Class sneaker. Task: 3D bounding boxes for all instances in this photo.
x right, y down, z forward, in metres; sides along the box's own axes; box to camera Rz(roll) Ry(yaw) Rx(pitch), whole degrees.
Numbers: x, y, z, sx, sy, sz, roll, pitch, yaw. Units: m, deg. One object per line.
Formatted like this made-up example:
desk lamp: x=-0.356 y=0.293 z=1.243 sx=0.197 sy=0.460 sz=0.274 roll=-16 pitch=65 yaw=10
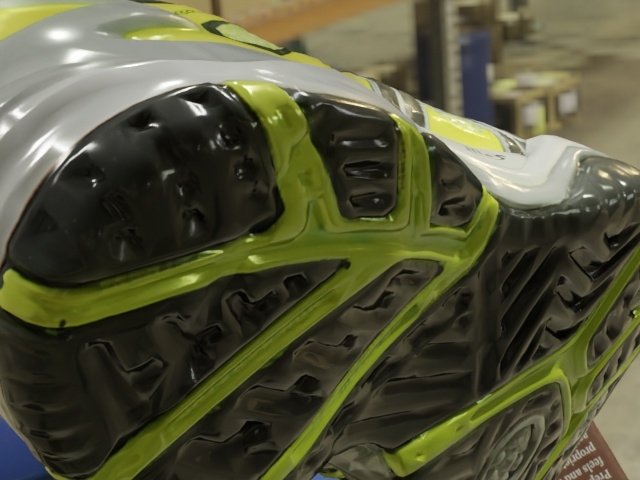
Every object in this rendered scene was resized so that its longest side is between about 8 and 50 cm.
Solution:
sneaker: x=0.000 y=0.000 z=0.556 sx=0.147 sy=0.145 sz=0.385 roll=33 pitch=3 yaw=29

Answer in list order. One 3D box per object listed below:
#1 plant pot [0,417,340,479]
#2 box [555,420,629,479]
plant pot: x=-0.045 y=0.139 z=0.794 sx=0.236 sy=0.212 sz=0.236 roll=-21 pitch=2 yaw=28
box: x=0.070 y=0.139 z=1.232 sx=0.191 sy=0.381 sz=0.143 roll=-25 pitch=-13 yaw=-23
